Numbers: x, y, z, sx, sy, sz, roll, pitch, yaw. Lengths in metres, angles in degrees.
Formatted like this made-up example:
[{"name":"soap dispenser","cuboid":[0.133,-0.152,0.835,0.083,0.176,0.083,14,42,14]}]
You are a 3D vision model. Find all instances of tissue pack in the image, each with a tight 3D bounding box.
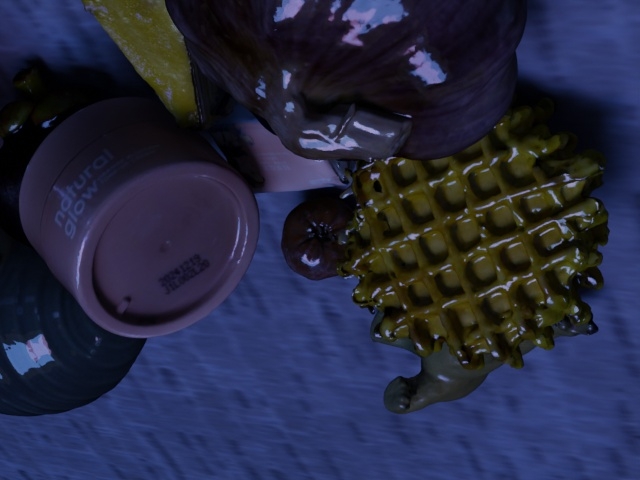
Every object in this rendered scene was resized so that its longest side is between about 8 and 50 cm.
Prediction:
[{"name":"tissue pack","cuboid":[-0.022,-0.077,1.217,0.094,0.059,0.074,-2,137,36]}]

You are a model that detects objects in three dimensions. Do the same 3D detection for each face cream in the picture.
[{"name":"face cream","cuboid":[-0.132,-0.017,1.215,0.104,0.149,0.149,44,169,45]}]

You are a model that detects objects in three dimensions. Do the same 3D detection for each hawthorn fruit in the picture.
[{"name":"hawthorn fruit","cuboid":[0.000,0.000,1.335,0.066,0.067,0.103,25,175,-2]}]

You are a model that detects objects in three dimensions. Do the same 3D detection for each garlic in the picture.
[{"name":"garlic","cuboid":[0.006,-0.129,1.023,0.245,0.160,0.245,24,157,11]}]

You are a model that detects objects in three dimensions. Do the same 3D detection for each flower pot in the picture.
[{"name":"flower pot","cuboid":[-0.252,0.056,1.443,0.243,0.189,0.157,-7,148,45]}]

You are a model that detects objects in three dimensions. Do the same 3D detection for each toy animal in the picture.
[{"name":"toy animal","cuboid":[0.127,0.079,1.346,0.101,0.103,0.219,13,151,-21]}]

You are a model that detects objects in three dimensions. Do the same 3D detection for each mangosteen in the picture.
[{"name":"mangosteen","cuboid":[-0.205,-0.064,1.312,0.137,0.137,0.151,-14,100,45]}]

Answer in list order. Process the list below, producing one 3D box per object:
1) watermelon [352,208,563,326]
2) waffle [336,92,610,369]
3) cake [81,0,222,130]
[{"name":"watermelon","cuboid":[0.111,0.004,1.252,0.180,0.081,0.094,34,167,13]},{"name":"waffle","cuboid":[0.103,-0.011,1.150,0.197,0.070,0.193,15,106,24]},{"name":"cake","cuboid":[-0.094,-0.165,1.138,0.116,0.080,0.185,-21,118,35]}]
